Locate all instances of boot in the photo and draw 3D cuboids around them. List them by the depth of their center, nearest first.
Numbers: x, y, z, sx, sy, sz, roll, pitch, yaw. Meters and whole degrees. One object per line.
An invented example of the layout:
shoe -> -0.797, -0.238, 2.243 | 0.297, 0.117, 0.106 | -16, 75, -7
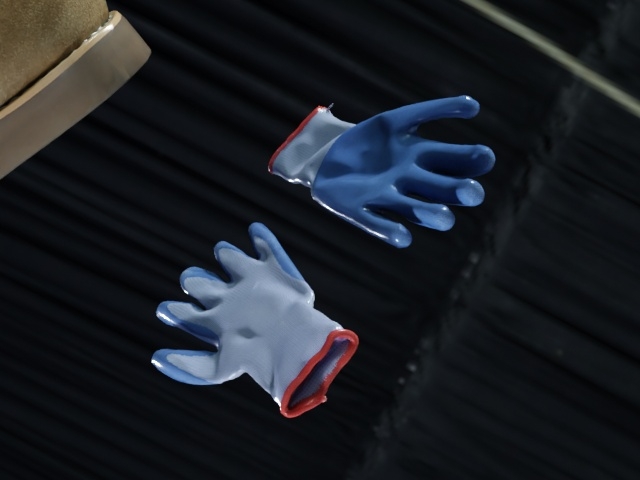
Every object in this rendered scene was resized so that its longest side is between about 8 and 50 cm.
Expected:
boot -> -0.226, -0.032, 0.568 | 0.305, 0.115, 0.112 | -40, 20, -10

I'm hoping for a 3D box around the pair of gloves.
pair of gloves -> 0.000, 0.000, 0.667 | 0.198, 0.023, 0.159 | -49, 34, -10
